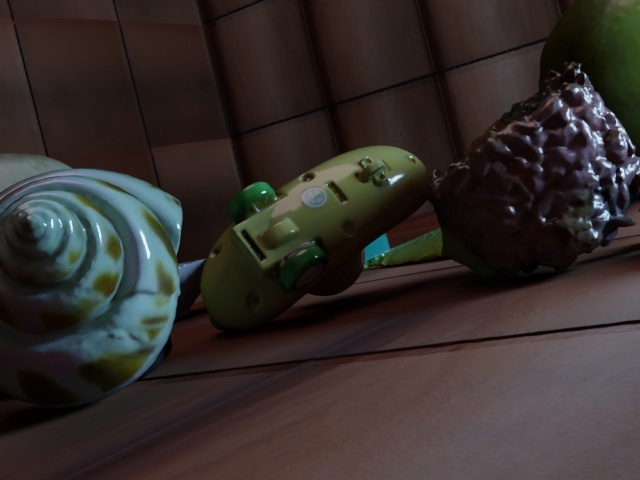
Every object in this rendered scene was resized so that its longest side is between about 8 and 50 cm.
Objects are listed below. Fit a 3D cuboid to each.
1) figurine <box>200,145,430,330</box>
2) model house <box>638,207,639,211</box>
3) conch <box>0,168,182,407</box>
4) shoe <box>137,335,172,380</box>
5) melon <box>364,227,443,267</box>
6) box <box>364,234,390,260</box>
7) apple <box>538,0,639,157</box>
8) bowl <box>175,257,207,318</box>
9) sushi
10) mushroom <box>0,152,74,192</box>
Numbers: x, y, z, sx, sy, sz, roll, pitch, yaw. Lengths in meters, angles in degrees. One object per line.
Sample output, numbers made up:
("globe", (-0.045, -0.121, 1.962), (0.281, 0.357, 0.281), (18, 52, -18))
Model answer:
("figurine", (0.000, 0.000, 1.117), (0.325, 0.124, 0.222), (-32, -22, -19))
("model house", (0.379, -0.028, 0.981), (0.083, 0.057, 0.058), (-21, -31, -58))
("conch", (-0.223, 0.026, 0.831), (0.368, 0.197, 0.249), (-9, 48, 60))
("shoe", (-0.187, 0.116, 0.957), (0.071, 0.049, 0.179), (-29, 21, -3))
("melon", (0.176, 0.017, 1.436), (0.262, 0.053, 0.114), (-16, 18, 39))
("box", (-0.034, 0.020, 1.443), (0.245, 0.092, 0.153), (-22, 7, -24))
("apple", (0.645, -0.315, 1.728), (0.474, 0.473, 0.473), (-13, 2, 1))
("bowl", (-0.261, 0.088, 1.473), (0.189, 0.085, 0.189), (-12, 2, 0))
("sushi", (0.230, -0.057, 1.016), (0.236, 0.171, 0.270), (-41, 2, 3))
("mushroom", (-0.432, 0.021, 1.081), (0.362, 0.294, 0.362), (-32, -14, -9))
